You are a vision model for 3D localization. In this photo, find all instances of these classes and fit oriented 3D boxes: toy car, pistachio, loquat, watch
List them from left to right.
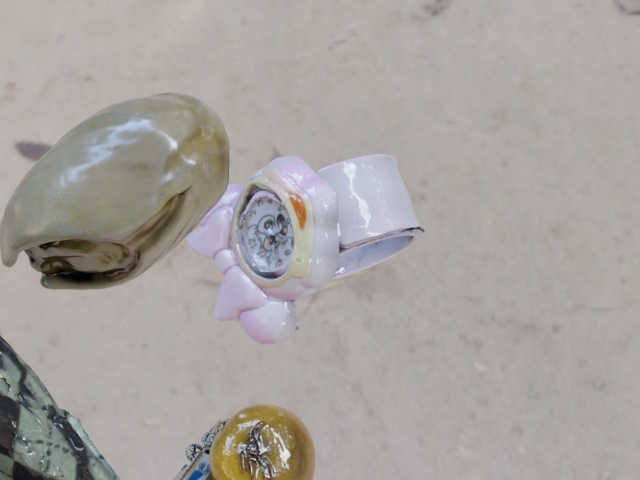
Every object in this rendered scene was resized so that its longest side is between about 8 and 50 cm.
[{"bbox_3d":[-0.184,-0.041,1.103,0.238,0.137,0.153,-39,36,14],"label":"pistachio"},{"bbox_3d":[-0.177,0.325,1.669,0.056,0.095,0.205,39,60,-2],"label":"toy car"},{"bbox_3d":[-0.071,0.274,1.567,0.141,0.141,0.141,-8,47,8],"label":"loquat"},{"bbox_3d":[0.000,0.000,1.536,0.217,0.248,0.211,-7,71,-42],"label":"watch"}]

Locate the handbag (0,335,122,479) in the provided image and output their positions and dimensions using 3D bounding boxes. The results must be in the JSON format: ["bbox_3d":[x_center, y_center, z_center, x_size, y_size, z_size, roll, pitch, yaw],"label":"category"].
[{"bbox_3d":[-0.245,0.158,0.861,0.180,0.317,0.416,-42,30,-20],"label":"handbag"}]
